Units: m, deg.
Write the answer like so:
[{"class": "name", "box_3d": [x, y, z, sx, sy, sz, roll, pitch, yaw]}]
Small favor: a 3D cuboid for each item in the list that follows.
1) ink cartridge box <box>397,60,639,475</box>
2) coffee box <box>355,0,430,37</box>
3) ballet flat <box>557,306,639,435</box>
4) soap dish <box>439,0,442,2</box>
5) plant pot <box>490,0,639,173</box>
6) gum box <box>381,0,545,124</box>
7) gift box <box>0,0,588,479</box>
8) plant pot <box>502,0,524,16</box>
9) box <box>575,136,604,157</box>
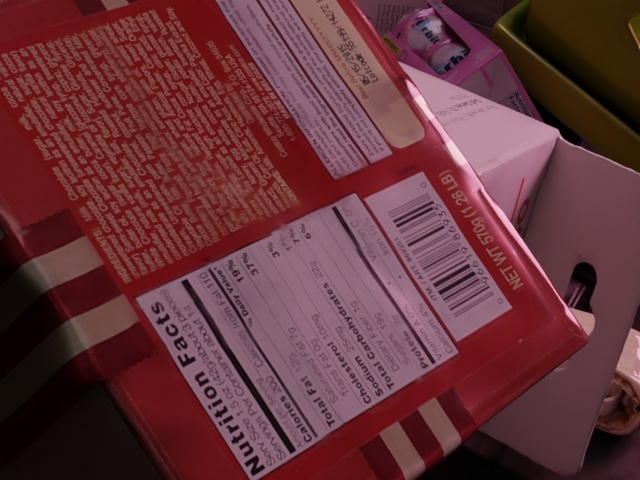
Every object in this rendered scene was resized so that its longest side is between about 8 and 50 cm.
[{"class": "ink cartridge box", "box_3d": [0.000, 0.000, 0.939, 0.353, 0.207, 0.119, 25, 25, 24]}, {"class": "coffee box", "box_3d": [-0.050, -0.263, 1.578, 0.297, 0.119, 0.168, 9, 22, -12]}, {"class": "ballet flat", "box_3d": [0.101, 0.061, 1.031, 0.248, 0.086, 0.086, 19, 25, 8]}, {"class": "soap dish", "box_3d": [0.034, -0.415, 1.844, 0.118, 0.229, 0.291, -20, 39, -26]}, {"class": "plant pot", "box_3d": [0.273, -0.175, 1.239, 0.228, 0.207, 0.227, 39, 29, 6]}, {"class": "gum box", "box_3d": [0.123, -0.089, 1.237, 0.062, 0.188, 0.107, -37, 38, -1]}, {"class": "gift box", "box_3d": [-0.069, 0.049, 0.678, 0.276, 0.258, 0.255, -20, 76, -46]}, {"class": "plant pot", "box_3d": [0.286, -0.220, 1.545, 0.284, 0.284, 0.191, -11, 3, -44]}, {"class": "box", "box_3d": [0.275, -0.029, 1.313, 0.126, 0.072, 0.137, 11, 24, -9]}]
